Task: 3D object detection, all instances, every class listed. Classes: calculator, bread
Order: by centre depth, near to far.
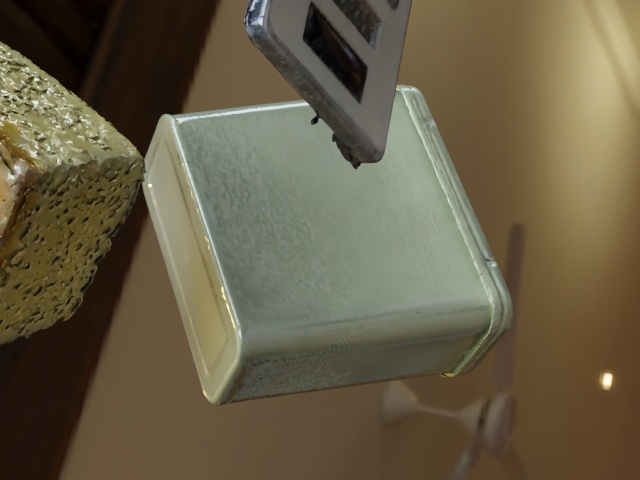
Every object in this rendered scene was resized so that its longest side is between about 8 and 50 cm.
[{"bbox_3d":[0.020,-0.189,0.819,0.161,0.021,0.262,42,-127,-53],"label":"calculator"},{"bbox_3d":[-0.370,-0.063,1.366,0.248,0.315,0.279,-22,-43,-59],"label":"bread"}]

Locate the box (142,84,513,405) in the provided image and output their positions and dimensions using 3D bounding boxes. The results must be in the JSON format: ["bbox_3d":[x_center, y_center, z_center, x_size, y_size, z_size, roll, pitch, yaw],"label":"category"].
[{"bbox_3d":[0.000,0.000,1.627,0.177,0.343,0.352,-58,45,52],"label":"box"}]
